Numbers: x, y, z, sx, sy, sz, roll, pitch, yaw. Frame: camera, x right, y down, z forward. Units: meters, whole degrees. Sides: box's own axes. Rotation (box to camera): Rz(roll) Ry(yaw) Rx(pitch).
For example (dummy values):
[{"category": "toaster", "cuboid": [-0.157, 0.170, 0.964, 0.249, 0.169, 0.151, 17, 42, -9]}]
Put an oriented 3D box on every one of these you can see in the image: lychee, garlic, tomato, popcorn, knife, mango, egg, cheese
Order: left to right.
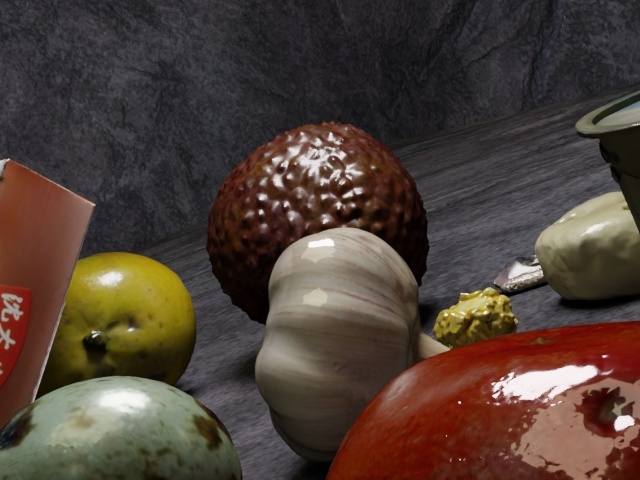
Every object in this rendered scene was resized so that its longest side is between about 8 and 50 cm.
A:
[{"category": "mango", "cuboid": [-0.304, 0.126, 1.772, 0.364, 0.182, 0.253, -16, 4, 37]}, {"category": "egg", "cuboid": [-0.162, 0.188, 1.045, 0.231, 0.169, 0.169, -31, 7, 3]}, {"category": "lychee", "cuboid": [0.000, 0.000, 1.729, 0.260, 0.261, 0.260, -19, 7, 2]}, {"category": "garlic", "cuboid": [0.064, 0.094, 1.259, 0.225, 0.199, 0.199, 10, 15, 13]}, {"category": "popcorn", "cuboid": [0.146, 0.081, 1.477, 0.083, 0.057, 0.082, -6, 21, 45]}, {"category": "tomato", "cuboid": [0.138, 0.123, 0.874, 0.338, 0.144, 0.338, -16, 8, 2]}, {"category": "knife", "cuboid": [0.360, -0.013, 1.681, 0.365, 0.043, 0.089, -18, 6, 11]}, {"category": "cheese", "cuboid": [0.346, -0.015, 1.545, 0.262, 0.093, 0.159, -19, 6, 0]}]

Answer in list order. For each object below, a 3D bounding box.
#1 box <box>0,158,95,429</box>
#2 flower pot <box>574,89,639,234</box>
[{"category": "box", "cuboid": [-0.438, 0.117, 1.642, 0.122, 0.345, 0.385, 31, -27, -35]}, {"category": "flower pot", "cuboid": [0.338, -0.036, 1.280, 0.212, 0.203, 0.212, -18, 6, 2]}]
